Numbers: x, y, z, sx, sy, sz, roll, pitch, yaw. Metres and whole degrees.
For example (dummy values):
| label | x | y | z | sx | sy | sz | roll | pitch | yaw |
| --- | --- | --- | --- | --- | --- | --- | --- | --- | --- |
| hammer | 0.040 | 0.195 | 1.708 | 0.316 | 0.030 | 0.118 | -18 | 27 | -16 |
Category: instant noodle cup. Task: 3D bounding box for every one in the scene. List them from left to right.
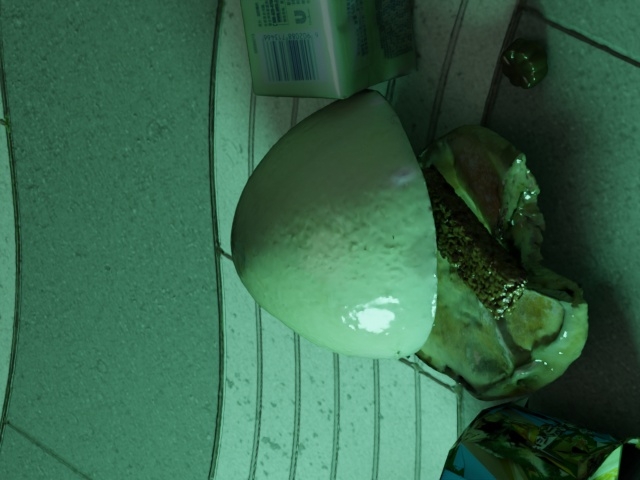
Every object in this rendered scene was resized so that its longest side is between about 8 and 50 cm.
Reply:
| label | x | y | z | sx | sy | sz | roll | pitch | yaw |
| --- | --- | --- | --- | --- | --- | --- | --- | --- | --- |
| instant noodle cup | 0.261 | 0.307 | 1.795 | 0.178 | 0.240 | 0.240 | 21 | 118 | 36 |

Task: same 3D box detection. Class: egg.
| label | x | y | z | sx | sy | sz | roll | pitch | yaw |
| --- | --- | --- | --- | --- | --- | --- | --- | --- | --- |
| egg | 0.000 | 0.000 | 1.786 | 0.337 | 0.201 | 0.337 | 166 | 90 | -73 |

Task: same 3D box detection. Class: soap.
| label | x | y | z | sx | sy | sz | roll | pitch | yaw |
| --- | --- | --- | --- | --- | --- | --- | --- | --- | --- |
| soap | 0.009 | -0.276 | 1.764 | 0.138 | 0.182 | 0.199 | 3 | 109 | 36 |

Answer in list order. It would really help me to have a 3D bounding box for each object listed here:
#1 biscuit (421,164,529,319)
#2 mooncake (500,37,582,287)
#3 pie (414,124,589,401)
| label | x | y | z | sx | sy | sz | roll | pitch | yaw |
| --- | --- | --- | --- | --- | --- | --- | --- | --- | --- |
| biscuit | 0.164 | 0.001 | 1.713 | 0.199 | 0.034 | 0.064 | 53 | 139 | 32 |
| mooncake | 0.260 | -0.058 | 1.762 | 0.150 | 0.057 | 0.346 | -23 | 85 | 61 |
| pie | 0.185 | 0.030 | 1.789 | 0.337 | 0.075 | 0.337 | 23 | 120 | 49 |
